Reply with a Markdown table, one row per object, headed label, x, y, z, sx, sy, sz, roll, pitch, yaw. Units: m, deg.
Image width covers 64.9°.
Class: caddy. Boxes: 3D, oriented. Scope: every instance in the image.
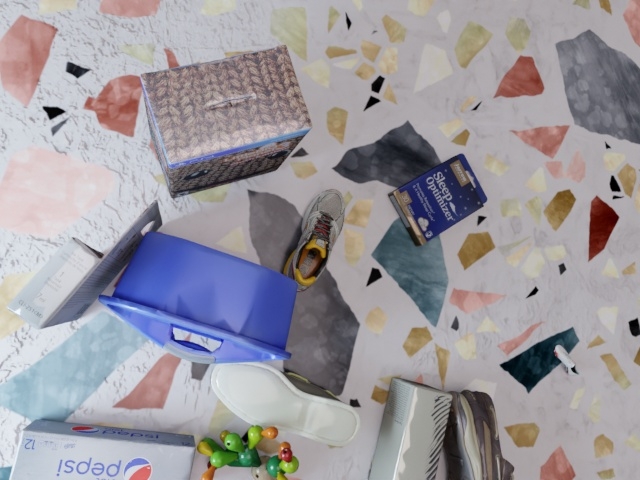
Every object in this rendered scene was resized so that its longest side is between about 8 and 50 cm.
| label | x | y | z | sx | sy | sz | roll | pitch | yaw |
| --- | --- | --- | --- | --- | --- | --- | --- | --- | --- |
| caddy | -0.203 | 0.122 | 0.883 | 0.341 | 0.241 | 0.179 | 20 | 75 | -13 |

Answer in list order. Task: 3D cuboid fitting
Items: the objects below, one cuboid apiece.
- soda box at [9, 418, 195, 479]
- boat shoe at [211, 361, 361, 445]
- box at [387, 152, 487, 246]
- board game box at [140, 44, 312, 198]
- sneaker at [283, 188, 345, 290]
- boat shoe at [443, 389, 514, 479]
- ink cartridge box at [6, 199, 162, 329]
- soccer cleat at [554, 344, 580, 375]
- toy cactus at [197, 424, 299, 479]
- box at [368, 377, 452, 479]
| label | x | y | z | sx | sy | sz | roll | pitch | yaw |
| --- | --- | --- | --- | --- | --- | --- | --- | --- | --- |
| soda box | -0.372 | 0.387 | 0.884 | 0.286 | 0.091 | 0.098 | 12 | 80 | -15 |
| boat shoe | -0.071 | 0.311 | 0.977 | 0.305 | 0.091 | 0.109 | 26 | 79 | -12 |
| box | 0.279 | -0.100 | 1.147 | 0.225 | 0.036 | 0.136 | -31 | 93 | -18 |
| board game box | -0.175 | -0.195 | 0.894 | 0.232 | 0.291 | 0.141 | -18 | 90 | -16 |
| sneaker | 0.000 | 0.000 | 1.027 | 0.088 | 0.093 | 0.225 | 22 | 78 | -13 |
| boat shoe | 0.345 | 0.491 | 1.057 | 0.130 | 0.132 | 0.355 | -7 | 88 | -16 |
| ink cartridge box | -0.364 | 0.028 | 0.826 | 0.060 | 0.275 | 0.239 | 39 | 75 | -9 |
| soccer cleat | 0.587 | 0.285 | 1.195 | 0.029 | 0.035 | 0.083 | -30 | 93 | -16 |
| toy cactus | -0.121 | 0.415 | 0.926 | 0.112 | 0.219 | 0.180 | -78 | 148 | -44 |
| box | 0.177 | 0.431 | 1.026 | 0.094 | 0.113 | 0.275 | 17 | 82 | -15 |
